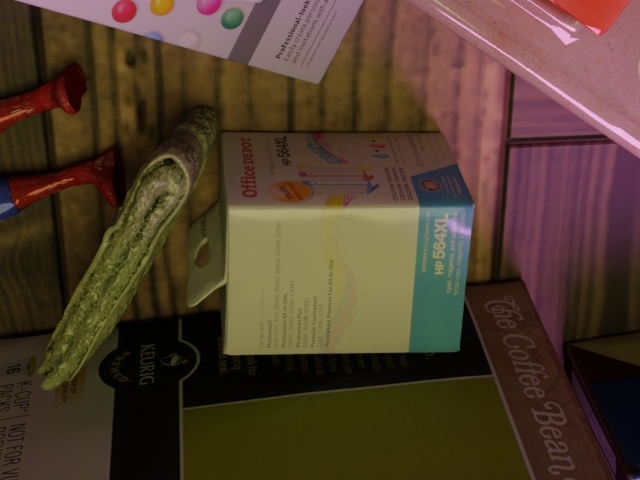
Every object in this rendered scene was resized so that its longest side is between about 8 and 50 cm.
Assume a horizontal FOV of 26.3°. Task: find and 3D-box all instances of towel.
[{"bbox_3d":[-0.097,0.004,0.713,0.027,0.110,0.148,29,110,-4],"label":"towel"}]

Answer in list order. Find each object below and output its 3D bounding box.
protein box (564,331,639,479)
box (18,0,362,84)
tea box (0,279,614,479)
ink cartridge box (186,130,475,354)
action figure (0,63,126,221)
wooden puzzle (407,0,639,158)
[{"bbox_3d":[0.263,0.165,0.824,0.199,0.136,0.201,-9,119,-2],"label":"protein box"},{"bbox_3d":[-0.049,-0.161,0.632,0.186,0.038,0.145,12,118,-35],"label":"box"},{"bbox_3d":[-0.011,0.205,0.707,0.323,0.329,0.220,-7,119,-2],"label":"tea box"},{"bbox_3d":[0.000,0.000,0.729,0.143,0.092,0.090,0,119,-7],"label":"ink cartridge box"},{"bbox_3d":[-0.245,0.008,0.687,0.280,0.139,0.091,-18,118,7],"label":"action figure"},{"bbox_3d":[0.210,-0.189,0.627,0.348,0.080,0.322,29,107,-25],"label":"wooden puzzle"}]
